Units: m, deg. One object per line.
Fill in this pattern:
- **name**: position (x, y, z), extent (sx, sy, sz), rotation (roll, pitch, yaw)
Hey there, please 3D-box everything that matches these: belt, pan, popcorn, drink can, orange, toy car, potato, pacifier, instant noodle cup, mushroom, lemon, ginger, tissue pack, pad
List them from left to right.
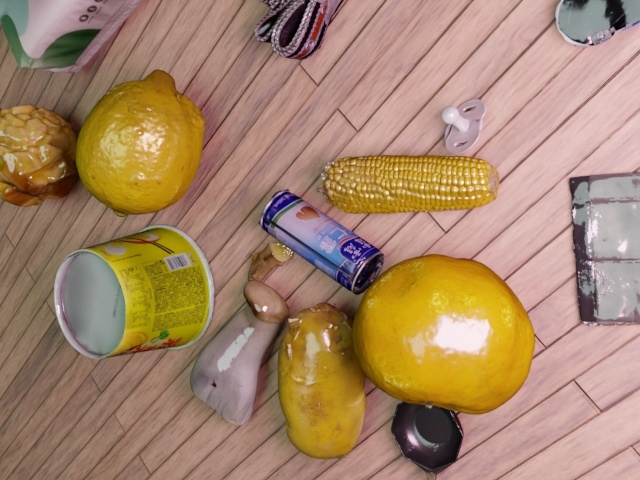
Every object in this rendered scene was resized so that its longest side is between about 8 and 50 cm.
- **popcorn**: position (-0.738, -0.219, 1.537), extent (0.333, 0.225, 0.264), rotation (27, 140, 10)
- **tissue pack**: position (-0.565, -0.579, 1.398), extent (0.357, 0.194, 0.265), rotation (-33, 77, 31)
- **instant noodle cup**: position (-0.421, 0.120, 1.376), extent (0.312, 0.222, 0.310), rotation (4, 97, 32)
- **lemon**: position (-0.369, -0.195, 1.295), extent (0.245, 0.245, 0.319), rotation (31, 107, 26)
- **mushroom**: position (-0.157, 0.230, 1.300), extent (0.159, 0.122, 0.328), rotation (25, 114, -12)
- **ginger**: position (-0.108, 0.040, 1.274), extent (0.057, 0.044, 0.137), rotation (43, 122, -12)
- **drink can**: position (0.000, 0.000, 1.170), extent (0.235, 0.097, 0.097), rotation (34, 113, 26)
- **potato**: position (0.001, 0.260, 1.175), extent (0.173, 0.140, 0.300), rotation (4, 104, 25)
- **belt**: position (0.024, -0.468, 1.098), extent (0.360, 0.094, 0.126), rotation (-40, 79, 31)
- **pan**: position (0.187, 0.372, 1.123), extent (0.129, 0.048, 0.201), rotation (22, 105, 30)
- **orange**: position (0.188, 0.143, 0.970), extent (0.279, 0.279, 0.235), rotation (3, 69, 32)
- **pacifier**: position (0.221, -0.190, 1.011), extent (0.082, 0.078, 0.099), rotation (-3, 68, 51)
- **toy car**: position (0.434, -0.345, 0.875), extent (0.205, 0.056, 0.095), rotation (-23, 84, 36)
- **pad**: position (0.464, 0.013, 0.920), extent (0.174, 0.022, 0.232), rotation (-4, 93, 33)

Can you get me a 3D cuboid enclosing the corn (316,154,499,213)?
- **corn**: position (0.146, -0.096, 1.064), extent (0.306, 0.106, 0.106), rotation (2, 97, 28)
